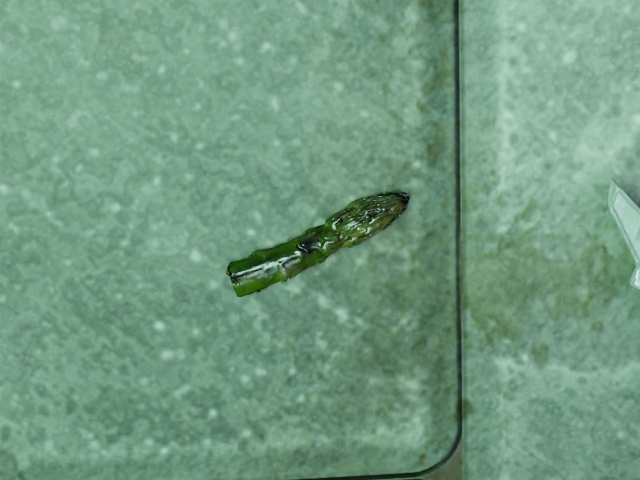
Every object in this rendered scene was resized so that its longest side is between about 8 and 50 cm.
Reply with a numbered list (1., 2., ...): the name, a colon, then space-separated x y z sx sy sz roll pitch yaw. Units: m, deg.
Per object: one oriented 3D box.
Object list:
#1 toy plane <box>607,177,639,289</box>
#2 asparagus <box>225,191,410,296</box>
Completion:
1. toy plane: 0.336 0.040 1.505 0.251 0.101 0.255 18 97 -22
2. asparagus: 0.000 0.000 1.491 0.165 0.030 0.036 -28 75 -1
